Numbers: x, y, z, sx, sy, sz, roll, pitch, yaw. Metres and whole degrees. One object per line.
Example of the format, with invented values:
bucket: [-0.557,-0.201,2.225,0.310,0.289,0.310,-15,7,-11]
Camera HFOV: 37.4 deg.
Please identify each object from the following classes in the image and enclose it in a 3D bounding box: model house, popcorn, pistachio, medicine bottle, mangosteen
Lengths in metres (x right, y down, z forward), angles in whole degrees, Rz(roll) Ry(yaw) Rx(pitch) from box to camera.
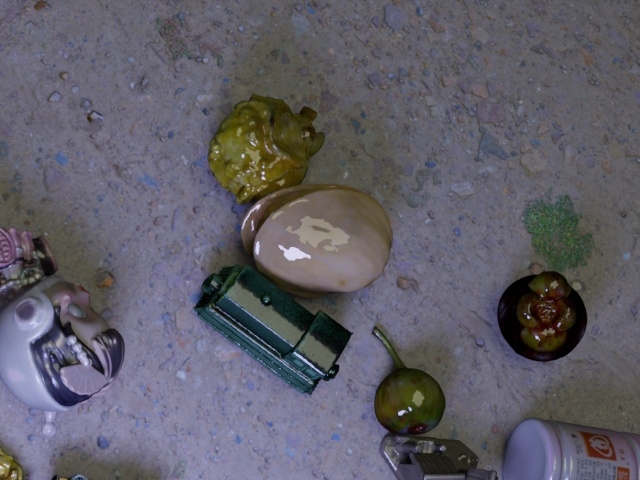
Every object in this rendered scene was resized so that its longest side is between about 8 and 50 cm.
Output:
model house: [0.250,0.468,1.917,0.229,0.188,0.122,11,84,-17]
popcorn: [-0.108,-0.197,1.989,0.266,0.192,0.233,-27,84,-22]
pistachio: [0.000,0.000,1.946,0.321,0.229,0.238,0,110,-23]
medicine bottle: [0.570,0.495,2.005,0.315,0.202,0.202,11,69,-16]
mangosteen: [0.489,0.170,2.087,0.209,0.210,0.210,7,70,-19]

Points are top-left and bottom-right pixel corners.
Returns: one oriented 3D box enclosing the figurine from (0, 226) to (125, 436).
figurine: [-0.509,0.150,1.716,0.211,0.253,0.361,-43,80,16]

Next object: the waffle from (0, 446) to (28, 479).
waffle: [-0.632,0.484,1.634,0.281,0.058,0.301,-9,77,-22]

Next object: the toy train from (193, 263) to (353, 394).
toy train: [-0.086,0.165,1.883,0.330,0.178,0.138,37,64,-7]

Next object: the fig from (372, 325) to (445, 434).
fig: [0.166,0.290,1.987,0.149,0.149,0.245,-3,51,-22]

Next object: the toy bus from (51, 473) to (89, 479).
toy bus: [-0.390,0.488,1.700,0.200,0.098,0.114,16,68,-15]
